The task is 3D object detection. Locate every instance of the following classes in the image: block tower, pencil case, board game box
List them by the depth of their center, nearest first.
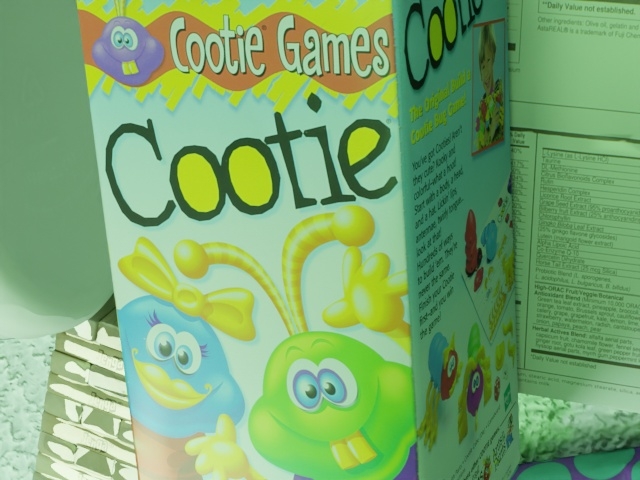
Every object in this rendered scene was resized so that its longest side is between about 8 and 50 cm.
[{"bbox_3d":[0.000,0.000,0.639,0.142,0.144,0.275,5,111,23],"label":"board game box"},{"bbox_3d":[0.164,0.173,0.916,0.151,0.064,0.070,-12,81,26],"label":"pencil case"},{"bbox_3d":[-0.147,0.174,1.023,0.091,0.097,0.336,19,115,13],"label":"block tower"}]

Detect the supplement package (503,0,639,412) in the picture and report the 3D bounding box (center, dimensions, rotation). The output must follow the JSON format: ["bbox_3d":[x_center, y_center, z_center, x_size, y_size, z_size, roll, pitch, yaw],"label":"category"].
[{"bbox_3d":[0.131,-0.077,0.752,0.198,0.199,0.263,8,113,19],"label":"supplement package"}]

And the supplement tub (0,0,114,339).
[{"bbox_3d":[-0.302,-0.047,0.916,0.324,0.235,0.235,-5,109,23],"label":"supplement tub"}]
